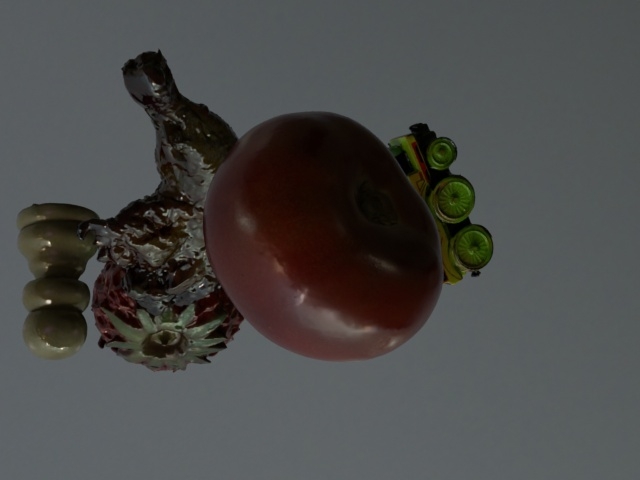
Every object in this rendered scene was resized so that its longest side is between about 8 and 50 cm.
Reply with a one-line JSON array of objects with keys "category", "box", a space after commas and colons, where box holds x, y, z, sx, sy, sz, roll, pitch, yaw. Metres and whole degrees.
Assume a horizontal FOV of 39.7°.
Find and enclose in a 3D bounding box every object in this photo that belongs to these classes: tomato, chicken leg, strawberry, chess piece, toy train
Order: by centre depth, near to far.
[{"category": "tomato", "box": [0.000, 0.000, 0.666, 0.195, 0.136, 0.195, 30, -138, -31]}, {"category": "chicken leg", "box": [-0.161, -0.050, 0.946, 0.177, 0.323, 0.083, 3, -144, -33]}, {"category": "chess piece", "box": [-0.300, 0.051, 1.007, 0.094, 0.094, 0.171, 12, -113, -37]}, {"category": "strawberry", "box": [-0.199, 0.048, 1.200, 0.205, 0.205, 0.245, 27, -144, -26]}, {"category": "toy train", "box": [0.192, -0.055, 1.568, 0.160, 0.100, 0.296, -25, -82, -14]}]
